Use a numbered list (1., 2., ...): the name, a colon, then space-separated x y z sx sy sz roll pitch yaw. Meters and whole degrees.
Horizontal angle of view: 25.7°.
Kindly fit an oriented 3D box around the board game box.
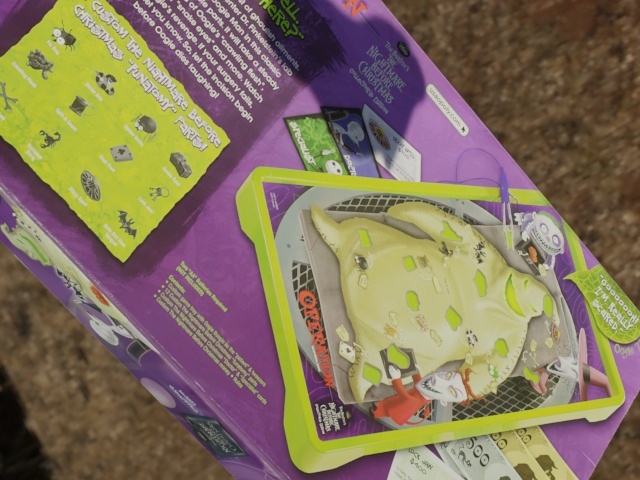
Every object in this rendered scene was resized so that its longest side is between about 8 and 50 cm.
1. board game box: 0.000 0.000 0.626 0.347 0.208 0.056 48 152 -15
